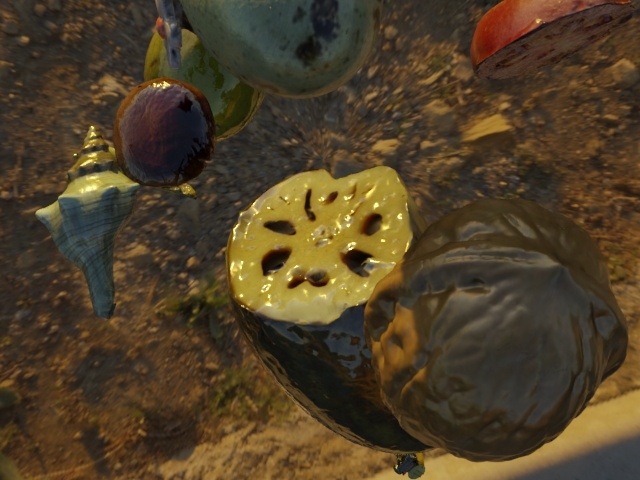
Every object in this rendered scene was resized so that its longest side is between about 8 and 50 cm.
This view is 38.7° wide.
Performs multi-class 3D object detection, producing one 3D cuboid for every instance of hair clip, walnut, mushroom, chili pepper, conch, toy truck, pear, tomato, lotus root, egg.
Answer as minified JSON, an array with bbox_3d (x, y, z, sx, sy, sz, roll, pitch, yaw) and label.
[{"bbox_3d":[-0.261,-0.421,1.551,0.075,0.146,0.257,-18,103,-1],"label":"hair clip"},{"bbox_3d":[0.134,0.068,0.702,0.213,0.213,0.213,0,95,0],"label":"walnut"},{"bbox_3d":[-0.172,-0.117,0.990,0.123,0.052,0.123,-1,80,8],"label":"mushroom"},{"bbox_3d":[-0.287,-0.112,1.453,0.208,0.049,0.043,19,79,2],"label":"chili pepper"},{"bbox_3d":[-0.314,-0.032,1.199,0.114,0.137,0.234,21,88,-44],"label":"conch"},{"bbox_3d":[0.171,0.412,1.749,0.054,0.083,0.049,32,115,-17],"label":"toy truck"},{"bbox_3d":[-0.222,-0.340,1.796,0.253,0.253,0.307,16,137,-1],"label":"pear"},{"bbox_3d":[0.296,-0.293,1.208,0.225,0.225,0.085,-18,85,2],"label":"tomato"},{"bbox_3d":[0.053,0.096,0.998,0.250,0.250,0.346,-33,134,3],"label":"lotus root"},{"bbox_3d":[-0.054,-0.366,1.292,0.287,0.287,0.379,-36,55,3],"label":"egg"}]
